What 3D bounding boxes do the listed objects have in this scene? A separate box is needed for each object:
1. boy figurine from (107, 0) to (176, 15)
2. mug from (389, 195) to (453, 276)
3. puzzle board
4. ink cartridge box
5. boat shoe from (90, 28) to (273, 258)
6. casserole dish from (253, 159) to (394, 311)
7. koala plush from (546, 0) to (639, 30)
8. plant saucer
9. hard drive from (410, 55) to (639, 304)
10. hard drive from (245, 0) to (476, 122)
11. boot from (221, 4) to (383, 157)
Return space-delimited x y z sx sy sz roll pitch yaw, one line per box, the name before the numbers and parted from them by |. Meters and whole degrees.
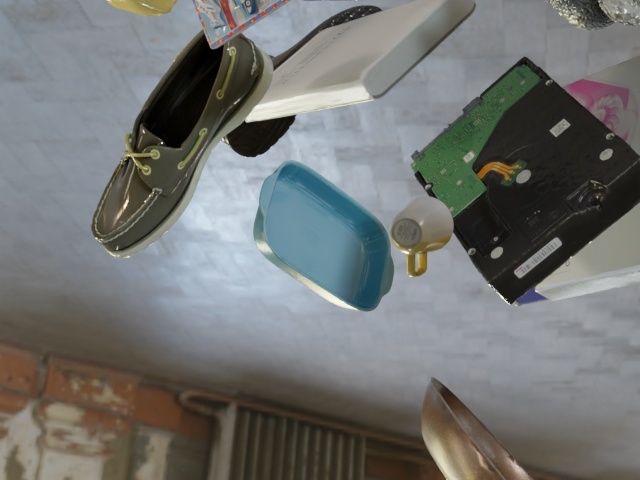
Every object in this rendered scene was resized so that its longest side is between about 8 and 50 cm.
boy figurine | -0.213 -0.364 0.944 0.092 0.177 0.285 1 130 29
mug | 0.108 -0.006 1.021 0.062 0.078 0.064 -30 176 27
puzzle board | -0.078 -0.232 0.758 0.096 0.128 0.011 -24 177 36
ink cartridge box | 0.393 -0.086 1.375 0.071 0.324 0.330 20 157 -31
boat shoe | -0.179 -0.118 1.106 0.109 0.305 0.091 39 -176 33
casserole dish | 0.000 0.000 0.956 0.188 0.114 0.037 34 144 -31
koala plush | 0.358 -0.385 1.358 0.221 0.203 0.196 38 -179 -18
plant saucer | 0.195 0.265 0.915 0.050 0.311 0.310 -42 144 2
hard drive | 0.266 -0.092 1.266 0.237 0.339 0.064 -41 123 11
hard drive | 0.036 -0.238 1.245 0.307 0.203 0.040 2 132 57
boot | -0.065 -0.282 1.520 0.222 0.338 0.118 37 159 54
